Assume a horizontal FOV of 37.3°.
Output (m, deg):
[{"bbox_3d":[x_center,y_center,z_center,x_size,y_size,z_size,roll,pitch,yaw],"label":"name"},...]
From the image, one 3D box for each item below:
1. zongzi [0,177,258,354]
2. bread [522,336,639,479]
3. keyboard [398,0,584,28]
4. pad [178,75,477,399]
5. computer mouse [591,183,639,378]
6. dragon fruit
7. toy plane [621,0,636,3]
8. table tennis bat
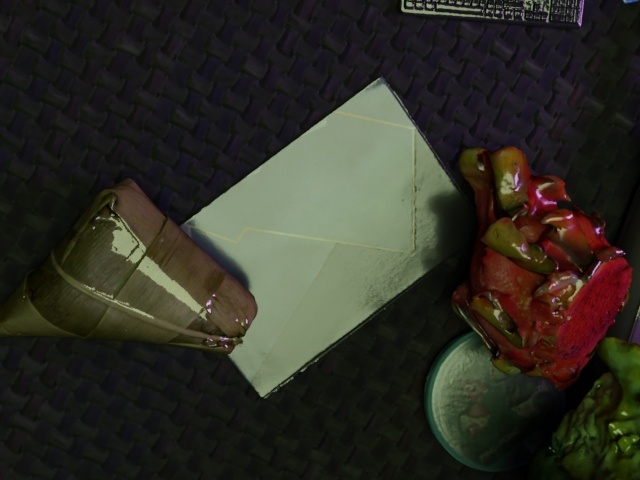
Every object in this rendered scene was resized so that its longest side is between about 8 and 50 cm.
[{"bbox_3d":[-0.154,0.063,0.735,0.160,0.078,0.176,43,100,-5],"label":"zongzi"},{"bbox_3d":[0.332,0.224,0.714,0.377,0.251,0.208,30,93,-28],"label":"bread"},{"bbox_3d":[0.140,-0.202,0.763,0.155,0.010,0.053,2,98,-8],"label":"keyboard"},{"bbox_3d":[0.000,0.000,0.782,0.243,0.004,0.163,-37,102,0],"label":"pad"},{"bbox_3d":[0.307,0.030,0.801,0.120,0.057,0.232,15,95,-3],"label":"computer mouse"},{"bbox_3d":[0.169,0.017,0.748,0.150,0.133,0.207,-27,91,41],"label":"dragon fruit"},{"bbox_3d":[0.346,-0.267,0.737,0.271,0.105,0.254,-13,86,-3],"label":"toy plane"},{"bbox_3d":[0.176,0.162,0.821,0.124,0.033,0.201,-44,98,-2],"label":"table tennis bat"}]
